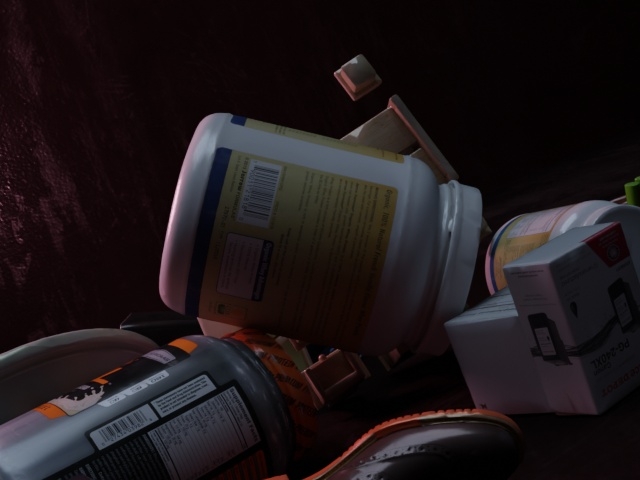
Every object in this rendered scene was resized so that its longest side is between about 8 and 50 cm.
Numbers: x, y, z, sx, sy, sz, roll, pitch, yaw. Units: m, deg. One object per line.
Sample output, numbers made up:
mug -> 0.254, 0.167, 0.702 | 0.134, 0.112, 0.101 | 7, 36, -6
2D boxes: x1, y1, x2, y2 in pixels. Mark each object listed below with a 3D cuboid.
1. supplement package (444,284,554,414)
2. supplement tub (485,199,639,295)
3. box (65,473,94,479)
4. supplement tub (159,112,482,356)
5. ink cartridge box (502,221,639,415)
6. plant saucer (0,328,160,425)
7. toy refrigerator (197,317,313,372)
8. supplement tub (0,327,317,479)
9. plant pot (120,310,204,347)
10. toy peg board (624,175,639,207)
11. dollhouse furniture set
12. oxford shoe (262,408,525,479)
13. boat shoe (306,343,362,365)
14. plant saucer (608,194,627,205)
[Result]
supplement package -> 0.233, 0.094, 1.052 | 0.179, 0.105, 0.105 | -26, 8, -38
supplement tub -> 0.305, 0.029, 1.233 | 0.144, 0.144, 0.199 | -24, 5, -23
box -> -0.193, 0.274, 0.724 | 0.165, 0.143, 0.270 | -22, 3, -23
supplement tub -> 0.000, 0.000, 1.135 | 0.316, 0.228, 0.228 | 13, 3, -2
ink cartridge box -> 0.246, 0.073, 0.952 | 0.109, 0.150, 0.063 | -25, 9, -34
plant saucer -> -0.325, 0.269, 1.158 | 0.400, 0.100, 0.400 | -30, -28, -18
toy refrigerator -> -0.093, 0.115, 1.400 | 0.094, 0.269, 0.102 | -20, 4, 25
supplement tub -> -0.169, 0.217, 1.016 | 0.316, 0.193, 0.193 | -24, 4, -33
plant pot -> -0.221, 0.206, 1.692 | 0.167, 0.188, 0.187 | -10, 3, -4
toy peg board -> 0.517, -0.059, 1.451 | 0.160, 0.079, 0.161 | 2, 21, 46
dollhouse furniture set -> 0.028, -0.005, 1.350 | 0.303, 0.355, 0.174 | -33, -12, -8
oxford shoe -> 0.035, 0.216, 0.789 | 0.271, 0.097, 0.098 | -26, 23, 10
boat shoe -> -0.004, 0.165, 1.574 | 0.109, 0.089, 0.258 | -32, -8, 30
plant saucer -> 0.518, -0.040, 1.699 | 0.310, 0.050, 0.310 | -23, 3, 1
